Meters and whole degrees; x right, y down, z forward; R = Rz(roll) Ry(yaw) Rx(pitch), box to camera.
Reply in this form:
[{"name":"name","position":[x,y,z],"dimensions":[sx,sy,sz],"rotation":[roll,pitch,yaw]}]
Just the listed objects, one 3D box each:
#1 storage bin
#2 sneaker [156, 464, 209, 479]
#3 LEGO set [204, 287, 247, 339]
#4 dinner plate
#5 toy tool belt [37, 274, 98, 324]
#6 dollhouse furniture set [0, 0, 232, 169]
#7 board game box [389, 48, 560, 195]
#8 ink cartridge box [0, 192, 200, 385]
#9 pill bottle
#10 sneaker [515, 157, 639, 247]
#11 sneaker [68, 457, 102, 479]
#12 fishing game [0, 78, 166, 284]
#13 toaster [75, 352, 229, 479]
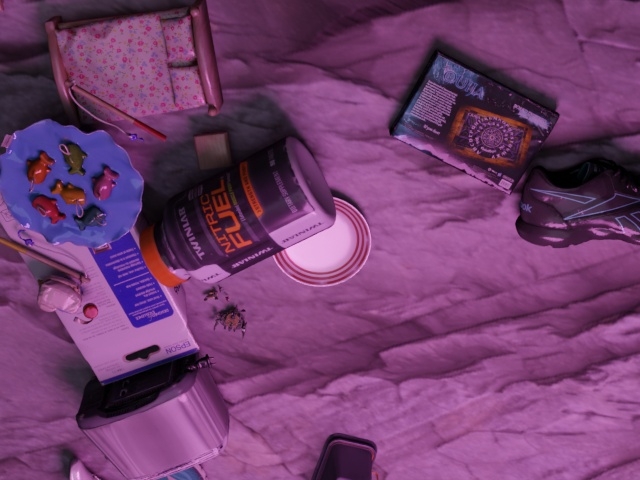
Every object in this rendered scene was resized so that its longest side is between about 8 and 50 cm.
[{"name":"storage bin","position":[0.042,0.388,1.353],"dimensions":[0.098,0.091,0.135],"rotation":[15,115,-8]},{"name":"sneaker","position":[-0.227,0.452,1.369],"dimensions":[0.107,0.110,0.275],"rotation":[-3,114,1]},{"name":"LEGO set","position":[-0.133,0.105,1.259],"dimensions":[0.054,0.023,0.083],"rotation":[-15,101,4]},{"name":"dinner plate","position":[0.000,0.000,1.210],"dimensions":[0.141,0.017,0.141],"rotation":[0,114,-1]},{"name":"toy tool belt","position":[-0.339,0.075,1.163],"dimensions":[0.083,0.051,0.052],"rotation":[25,97,-24]},{"name":"dollhouse furniture set","position":[-0.287,-0.215,1.020],"dimensions":[0.304,0.173,0.355],"rotation":[-7,115,3]},{"name":"board game box","position":[0.201,-0.152,1.136],"dimensions":[0.186,0.026,0.126],"rotation":[25,112,-12]},{"name":"ink cartridge box","position":[-0.304,0.033,1.197],"dimensions":[0.166,0.065,0.332],"rotation":[-20,112,8]},{"name":"pill bottle","position":[-0.113,-0.026,1.132],"dimensions":[0.246,0.130,0.130],"rotation":[-26,113,15]},{"name":"sneaker","position":[0.396,-0.051,1.146],"dimensions":[0.268,0.101,0.106],"rotation":[-3,113,0]},{"name":"sneaker","position":[-0.357,0.399,1.379],"dimensions":[0.061,0.053,0.152],"rotation":[-15,121,-4]},{"name":"fishing game","position":[-0.316,-0.066,1.087],"dimensions":[0.189,0.041,0.264],"rotation":[31,118,-15]},{"name":"toaster","position":[-0.229,0.251,1.267],"dimensions":[0.227,0.129,0.146],"rotation":[-22,117,7]}]
